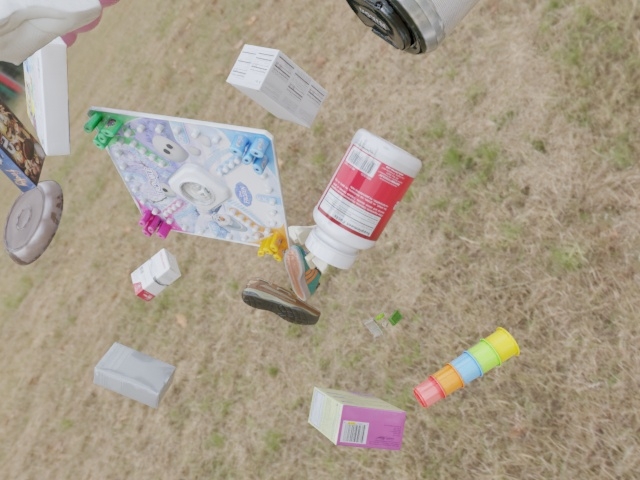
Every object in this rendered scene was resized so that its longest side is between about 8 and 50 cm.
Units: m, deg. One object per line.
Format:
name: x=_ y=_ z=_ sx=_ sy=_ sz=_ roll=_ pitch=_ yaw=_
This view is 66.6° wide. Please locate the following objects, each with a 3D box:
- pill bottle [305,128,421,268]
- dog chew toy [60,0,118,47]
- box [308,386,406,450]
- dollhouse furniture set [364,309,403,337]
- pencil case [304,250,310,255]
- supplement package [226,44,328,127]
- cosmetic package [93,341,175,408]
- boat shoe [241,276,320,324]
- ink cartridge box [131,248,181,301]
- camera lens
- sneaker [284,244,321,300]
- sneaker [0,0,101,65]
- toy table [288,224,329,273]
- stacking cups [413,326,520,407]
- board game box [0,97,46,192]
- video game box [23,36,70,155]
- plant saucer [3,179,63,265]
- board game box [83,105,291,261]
pill bottle: x=0.120 y=-0.122 z=1.531 sx=0.407 sy=0.229 sz=0.229 roll=-60 pitch=35 yaw=16
dog chew toy: x=-0.646 y=-0.640 z=1.261 sx=0.332 sy=0.207 sz=0.206 roll=-48 pitch=37 yaw=15
box: x=0.107 y=0.550 z=1.516 sx=0.243 sy=0.214 sz=0.117 roll=170 pitch=111 yaw=-69
dollhouse furniture set: x=0.246 y=0.317 z=1.897 sx=0.059 sy=0.076 sz=0.152 roll=-37 pitch=-1 yaw=-42
pencil case: x=-0.063 y=0.077 z=2.153 sx=0.070 sy=0.152 sz=0.064 roll=42 pitch=97 yaw=19
supplement package: x=-0.147 y=-0.530 z=1.680 sx=0.204 sy=0.262 sz=0.145 roll=29 pitch=91 yaw=42
cosmetic package: x=-0.634 y=0.461 z=1.670 sx=0.127 sy=0.238 sz=0.107 roll=-63 pitch=-1 yaw=-53
boat shoe: x=-0.148 y=0.232 z=1.940 sx=0.122 sy=0.324 sz=0.119 roll=125 pitch=166 yaw=-51
ink cartridge box: x=-0.502 y=0.105 z=1.487 sx=0.135 sy=0.056 sz=0.099 roll=-37 pitch=47 yaw=5
camera lens: x=0.175 y=-0.455 z=0.761 sx=0.274 sy=0.219 sz=0.219 roll=-47 pitch=37 yaw=8
sneaker: x=-0.066 y=0.115 z=2.033 sx=0.108 sy=0.302 sz=0.121 roll=30 pitch=55 yaw=32
sneaker: x=-0.395 y=-0.285 z=0.657 sx=0.212 sy=0.080 sz=0.094 roll=-45 pitch=-9 yaw=-44
toy table: x=0.000 y=0.000 z=1.846 sx=0.161 sy=0.274 sz=0.252 roll=-35 pitch=45 yaw=-11
stacking cups: x=0.413 y=0.372 z=1.389 sx=0.316 sy=0.096 sz=0.096 roll=-32 pitch=37 yaw=-8
board game box: x=-0.795 y=-0.262 z=1.220 sx=0.042 sy=0.243 sz=0.165 roll=-19 pitch=47 yaw=1
video game box: x=-0.508 y=-0.289 z=0.898 sx=0.187 sy=0.048 sz=0.205 roll=45 pitch=132 yaw=35
plant saucer: x=-0.986 y=-0.070 z=1.651 sx=0.311 sy=0.050 sz=0.310 roll=-13 pitch=66 yaw=30
board game box: x=-0.275 y=-0.105 z=1.080 sx=0.390 sy=0.389 sz=0.050 roll=10 pitch=56 yaw=10
